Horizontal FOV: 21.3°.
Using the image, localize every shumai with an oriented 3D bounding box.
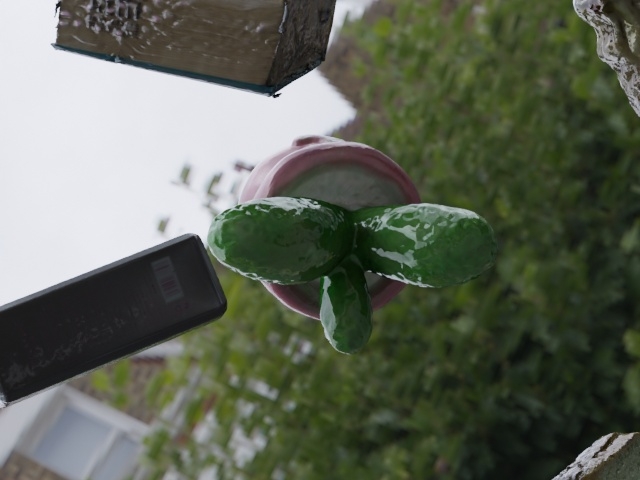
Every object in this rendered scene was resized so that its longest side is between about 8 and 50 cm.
[{"bbox_3d":[0.349,-0.241,1.838,0.161,0.153,0.209,-165,94,-81],"label":"shumai"}]

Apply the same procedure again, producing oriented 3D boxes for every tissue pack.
[{"bbox_3d":[-0.133,-0.259,1.869,0.192,0.271,0.134,-47,-33,-63],"label":"tissue pack"}]

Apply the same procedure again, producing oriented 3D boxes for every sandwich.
[{"bbox_3d":[0.454,0.425,2.453,0.254,0.100,0.288,-15,-101,-61],"label":"sandwich"}]

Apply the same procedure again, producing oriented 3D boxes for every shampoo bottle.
[{"bbox_3d":[-0.207,0.075,1.461,0.246,0.080,0.079,-22,-5,-16],"label":"shampoo bottle"}]

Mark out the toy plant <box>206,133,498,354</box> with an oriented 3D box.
[{"bbox_3d":[-0.001,-0.005,1.927,0.317,0.356,0.210,4,-76,-15],"label":"toy plant"}]
